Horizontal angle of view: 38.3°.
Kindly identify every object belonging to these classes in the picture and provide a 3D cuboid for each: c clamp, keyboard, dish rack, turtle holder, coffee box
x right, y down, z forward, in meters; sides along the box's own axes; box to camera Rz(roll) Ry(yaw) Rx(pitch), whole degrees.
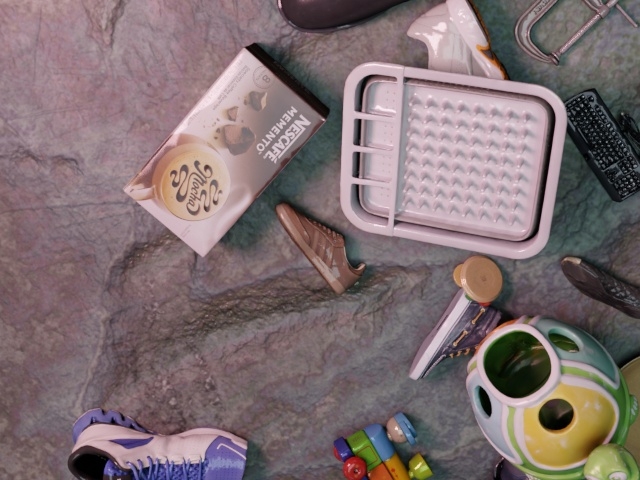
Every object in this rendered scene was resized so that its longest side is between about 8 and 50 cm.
[{"bbox_3d":[0.389,-0.333,1.431,0.161,0.022,0.137,-39,101,11],"label":"c clamp"},{"bbox_3d":[0.466,-0.157,1.470,0.100,0.038,0.192,-35,102,11],"label":"keyboard"},{"bbox_3d":[0.200,-0.129,1.412,0.333,0.072,0.285,12,120,18],"label":"dish rack"},{"bbox_3d":[0.352,0.263,1.438,0.244,0.320,0.227,-19,142,23],"label":"turtle holder"},{"bbox_3d":[-0.144,-0.144,1.454,0.168,0.119,0.297,42,103,-8],"label":"coffee box"}]

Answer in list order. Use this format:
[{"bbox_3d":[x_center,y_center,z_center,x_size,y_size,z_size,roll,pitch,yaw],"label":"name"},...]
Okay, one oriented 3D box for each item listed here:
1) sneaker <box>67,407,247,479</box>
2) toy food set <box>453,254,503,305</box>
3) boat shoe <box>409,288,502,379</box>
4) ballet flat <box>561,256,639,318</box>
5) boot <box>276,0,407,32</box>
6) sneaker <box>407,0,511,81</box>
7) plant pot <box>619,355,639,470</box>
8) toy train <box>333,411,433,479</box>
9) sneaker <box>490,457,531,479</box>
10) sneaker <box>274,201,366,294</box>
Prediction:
[{"bbox_3d":[-0.293,0.399,1.581,0.316,0.182,0.127,11,107,-1],"label":"sneaker"},{"bbox_3d":[0.266,0.066,1.530,0.083,0.020,0.082,-33,88,-25],"label":"toy food set"},{"bbox_3d":[0.228,0.175,1.556,0.083,0.065,0.183,32,102,-2],"label":"boat shoe"},{"bbox_3d":[0.476,0.074,1.538,0.173,0.049,0.057,30,147,-5],"label":"ballet flat"},{"bbox_3d":[0.098,-0.371,1.211,0.367,0.445,0.146,-20,104,7],"label":"boot"},{"bbox_3d":[0.227,-0.247,1.434,0.121,0.099,0.262,-24,98,20],"label":"sneaker"},{"bbox_3d":[0.596,0.291,1.594,0.237,0.032,0.236,1,106,3],"label":"plant pot"},{"bbox_3d":[0.139,0.430,1.623,0.143,0.105,0.248,-31,103,-4],"label":"toy train"},{"bbox_3d":[0.334,0.489,1.611,0.128,0.126,0.320,-9,105,1],"label":"sneaker"},{"bbox_3d":[0.000,0.000,1.528,0.071,0.066,0.188,-39,107,-5],"label":"sneaker"}]
